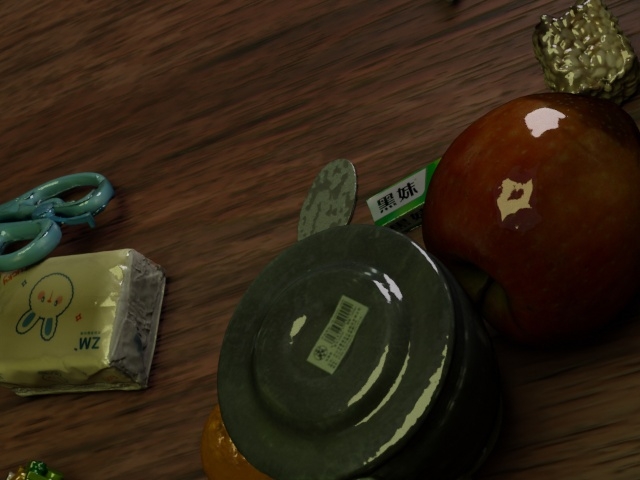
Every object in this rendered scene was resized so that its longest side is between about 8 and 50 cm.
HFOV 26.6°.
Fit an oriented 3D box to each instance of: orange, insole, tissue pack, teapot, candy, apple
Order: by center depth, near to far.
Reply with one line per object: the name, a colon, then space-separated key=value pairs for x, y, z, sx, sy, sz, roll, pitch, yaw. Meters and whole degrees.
teapot: x=0.080 y=0.159 z=1.209 sx=0.239 sy=0.239 sz=0.321 roll=-44 pitch=48 yaw=8
apple: x=0.210 y=-0.026 z=1.233 sx=0.230 sy=0.230 sz=0.230 roll=-13 pitch=62 yaw=26
orange: x=-0.057 y=0.204 z=1.347 sx=0.135 sy=0.117 sz=0.136 roll=-16 pitch=62 yaw=32
candy: x=0.263 y=-0.183 z=1.355 sx=0.095 sy=0.085 sz=0.110 roll=-31 pitch=65 yaw=8
insole: x=0.000 y=0.000 z=1.476 sx=0.065 sy=0.006 sz=0.193 roll=2 pitch=70 yaw=31
tissue pack: x=-0.282 y=0.094 z=1.549 sx=0.196 sy=0.092 sz=0.148 roll=-6 pitch=64 yaw=28

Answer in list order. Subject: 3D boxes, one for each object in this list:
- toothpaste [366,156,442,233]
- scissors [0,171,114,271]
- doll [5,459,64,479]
toothpaste: x=0.134 y=-0.062 z=1.404 sx=0.178 sy=0.037 sz=0.043 roll=-29 pitch=57 yaw=17
scissors: x=-0.419 y=-0.021 z=1.688 sx=0.392 sy=0.032 sz=0.180 roll=-3 pitch=34 yaw=38
doll: x=-0.329 y=0.325 z=1.455 sx=0.134 sy=0.106 sz=0.186 roll=-50 pitch=19 yaw=55
